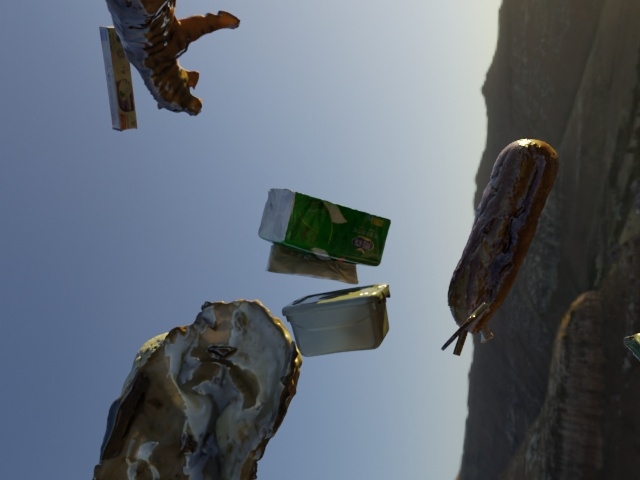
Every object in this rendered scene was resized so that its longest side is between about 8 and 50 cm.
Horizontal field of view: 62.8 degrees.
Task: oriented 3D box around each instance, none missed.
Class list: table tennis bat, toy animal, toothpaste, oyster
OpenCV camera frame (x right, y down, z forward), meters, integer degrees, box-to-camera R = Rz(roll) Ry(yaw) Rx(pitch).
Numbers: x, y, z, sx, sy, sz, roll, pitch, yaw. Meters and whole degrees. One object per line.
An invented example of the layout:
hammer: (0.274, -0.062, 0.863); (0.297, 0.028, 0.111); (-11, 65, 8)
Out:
table tennis bat: (0.172, 0.102, 0.624); (0.083, 0.007, 0.050); (-37, -22, -26)
toy animal: (-0.143, -0.209, 0.431); (0.116, 0.114, 0.255); (-63, 2, -9)
toothpaste: (-0.399, -0.317, 1.034); (0.047, 0.040, 0.196); (-30, -53, -52)
oyster: (-0.122, 0.196, 0.367); (0.344, 0.129, 0.078); (-62, -20, -16)

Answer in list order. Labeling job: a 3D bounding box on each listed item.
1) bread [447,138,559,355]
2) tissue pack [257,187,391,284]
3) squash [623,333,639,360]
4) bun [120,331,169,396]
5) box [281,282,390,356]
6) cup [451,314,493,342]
bread: (0.256, 0.009, 0.779); (0.124, 0.084, 0.343); (15, -83, -80)
tissue pack: (-0.002, 0.000, 1.012); (0.209, 0.148, 0.156); (14, -88, -26)
squash: (0.390, 0.150, 0.482); (0.094, 0.224, 0.094); (-21, -52, -31)
bun: (-0.266, 0.285, 1.035); (0.141, 0.239, 0.238); (142, 135, -82)
box: (0.034, 0.134, 0.873); (0.124, 0.172, 0.092); (-16, -85, -72)
cup: (0.302, 0.139, 1.012); (0.074, 0.102, 0.099); (-48, -15, -4)
